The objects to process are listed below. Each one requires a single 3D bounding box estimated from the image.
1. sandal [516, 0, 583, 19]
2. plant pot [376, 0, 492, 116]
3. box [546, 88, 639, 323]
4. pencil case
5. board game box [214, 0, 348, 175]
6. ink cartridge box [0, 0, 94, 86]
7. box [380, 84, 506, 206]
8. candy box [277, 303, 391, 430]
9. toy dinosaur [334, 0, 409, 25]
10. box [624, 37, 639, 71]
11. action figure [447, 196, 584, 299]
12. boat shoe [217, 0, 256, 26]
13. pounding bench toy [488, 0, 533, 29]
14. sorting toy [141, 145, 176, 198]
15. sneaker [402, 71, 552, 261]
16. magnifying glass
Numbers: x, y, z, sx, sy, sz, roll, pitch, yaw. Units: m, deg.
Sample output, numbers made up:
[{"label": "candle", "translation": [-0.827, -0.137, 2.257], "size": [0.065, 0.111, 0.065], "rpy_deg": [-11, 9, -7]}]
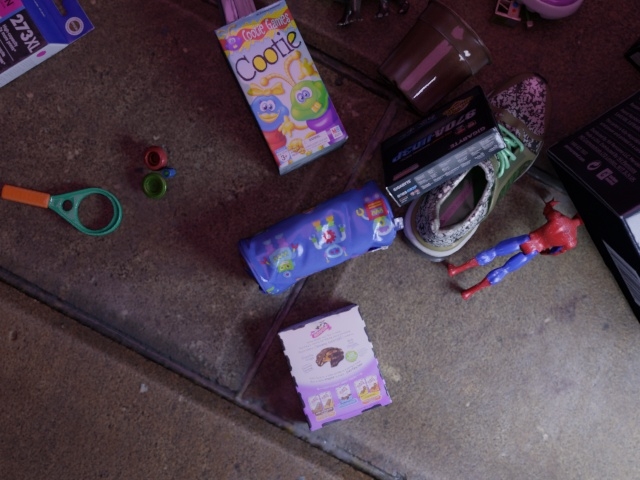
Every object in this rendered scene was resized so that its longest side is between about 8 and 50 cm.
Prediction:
[{"label": "sandal", "translation": [0.331, -0.580, 1.498], "size": [0.416, 0.102, 0.169], "rpy_deg": [34, 70, 7]}, {"label": "plant pot", "translation": [0.206, -0.334, 1.495], "size": [0.167, 0.167, 0.165], "rpy_deg": [45, 96, 0]}, {"label": "box", "translation": [0.718, -0.056, 1.305], "size": [0.471, 0.297, 0.480], "rpy_deg": [-34, 117, 8]}, {"label": "pencil case", "translation": [0.000, 0.000, 1.495], "size": [0.306, 0.119, 0.133], "rpy_deg": [-24, 98, -2]}, {"label": "board game box", "translation": [-0.072, -0.279, 1.485], "size": [0.142, 0.144, 0.275], "rpy_deg": [-25, 90, -3]}, {"label": "ink cartridge box", "translation": [-0.640, -0.387, 1.516], "size": [0.370, 0.069, 0.176], "rpy_deg": [-33, 90, -4]}, {"label": "box", "translation": [0.217, -0.174, 1.445], "size": [0.220, 0.175, 0.051], "rpy_deg": [-29, 120, 20]}, {"label": "candy box", "translation": [0.025, 0.238, 1.514], "size": [0.164, 0.070, 0.196], "rpy_deg": [-18, 90, -2]}, {"label": "toy dinosaur", "translation": [0.089, -0.502, 1.508], "size": [0.313, 0.121, 0.161], "rpy_deg": [-11, 102, 2]}, {"label": "box", "translation": [0.714, -0.358, 1.541], "size": [0.180, 0.077, 0.147], "rpy_deg": [43, 88, -1]}, {"label": "action figure", "translation": [0.390, 0.008, 1.529], "size": [0.280, 0.139, 0.092], "rpy_deg": [-29, 93, 20]}, {"label": "boat shoe", "translation": [-0.171, -0.509, 1.529], "size": [0.075, 0.083, 0.227], "rpy_deg": [-15, 101, -13]}, {"label": "pounding bench toy", "translation": [0.381, -0.454, 1.547], "size": [0.083, 0.052, 0.065], "rpy_deg": [17, 88, -1]}, {"label": "sorting toy", "translation": [-0.309, -0.132, 1.533], "size": [0.061, 0.042, 0.102], "rpy_deg": [6, 101, 14]}, {"label": "sneaker", "translation": [0.314, -0.139, 1.474], "size": [0.158, 0.182, 0.410], "rpy_deg": [34, 87, -1]}, {"label": "magnifying glass", "translation": [-0.498, -0.070, 1.532], "size": [0.230, 0.026, 0.092], "rpy_deg": [13, 89, -3]}]
